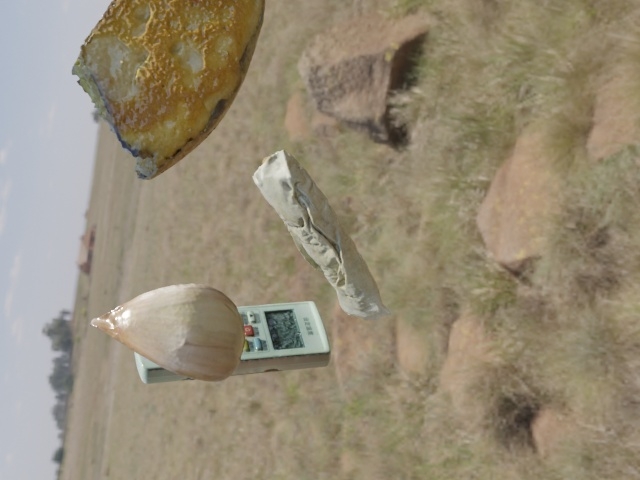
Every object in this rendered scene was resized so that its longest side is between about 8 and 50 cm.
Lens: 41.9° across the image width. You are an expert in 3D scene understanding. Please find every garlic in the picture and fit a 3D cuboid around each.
[{"bbox_3d":[-0.173,0.112,1.091,0.128,0.207,0.115,39,103,48],"label":"garlic"}]

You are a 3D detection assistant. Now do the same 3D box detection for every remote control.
[{"bbox_3d":[-0.160,0.180,1.509,0.145,0.344,0.050,-111,24,-48],"label":"remote control"}]

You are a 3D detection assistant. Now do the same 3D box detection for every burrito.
[{"bbox_3d":[0.000,0.000,1.522,0.117,0.392,0.076,-8,37,42],"label":"burrito"}]

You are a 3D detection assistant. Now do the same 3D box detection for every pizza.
[{"bbox_3d":[-0.097,-0.120,0.544,0.160,0.099,0.036,-64,15,-14],"label":"pizza"}]
